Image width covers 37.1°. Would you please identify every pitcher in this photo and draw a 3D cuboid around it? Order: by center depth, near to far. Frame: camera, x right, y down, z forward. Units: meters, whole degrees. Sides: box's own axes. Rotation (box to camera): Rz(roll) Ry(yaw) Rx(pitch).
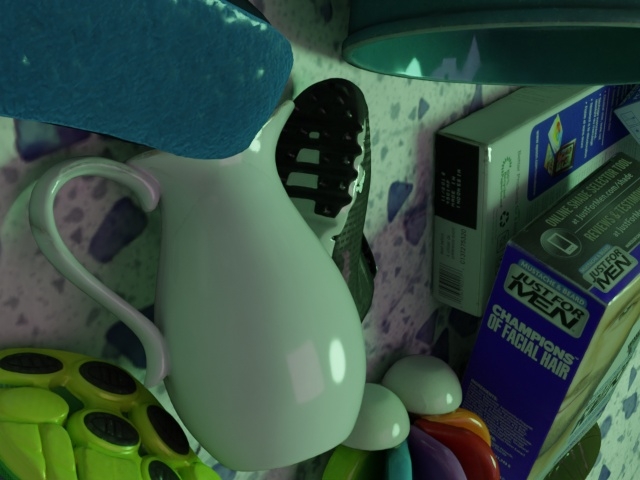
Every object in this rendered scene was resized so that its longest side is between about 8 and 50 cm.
[{"bbox_3d":[-0.068,0.035,0.572,0.178,0.125,0.207,-17,95,-28],"label":"pitcher"}]

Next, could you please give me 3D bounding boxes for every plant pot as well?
[{"bbox_3d":[0.152,-0.243,0.621,0.272,0.272,0.255,-2,95,-50],"label":"plant pot"}]

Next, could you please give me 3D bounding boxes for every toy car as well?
[{"bbox_3d":[0.084,0.202,0.846,0.182,0.136,0.159,-18,122,-45],"label":"toy car"}]

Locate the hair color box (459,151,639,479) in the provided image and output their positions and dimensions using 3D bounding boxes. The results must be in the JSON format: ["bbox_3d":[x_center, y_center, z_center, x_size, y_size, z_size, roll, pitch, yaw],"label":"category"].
[{"bbox_3d":[0.237,0.100,0.935,0.185,0.110,0.338,-35,147,-33],"label":"hair color box"}]

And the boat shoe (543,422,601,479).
[{"bbox_3d":[0.253,0.288,1.155,0.223,0.073,0.080,-39,110,-28],"label":"boat shoe"}]

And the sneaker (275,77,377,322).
[{"bbox_3d":[0.000,0.000,0.697,0.106,0.078,0.234,-6,105,-67],"label":"sneaker"}]

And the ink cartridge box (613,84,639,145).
[{"bbox_3d":[0.395,-0.088,0.969,0.207,0.046,0.097,49,64,-13],"label":"ink cartridge box"}]

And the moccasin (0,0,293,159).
[{"bbox_3d":[-0.151,-0.116,0.421,0.137,0.117,0.342,-55,148,3],"label":"moccasin"}]

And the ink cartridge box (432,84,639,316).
[{"bbox_3d":[0.247,-0.080,0.963,0.371,0.069,0.175,-28,127,-37],"label":"ink cartridge box"}]

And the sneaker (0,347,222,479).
[{"bbox_3d":[-0.117,0.181,0.601,0.295,0.124,0.109,48,25,-32],"label":"sneaker"}]
